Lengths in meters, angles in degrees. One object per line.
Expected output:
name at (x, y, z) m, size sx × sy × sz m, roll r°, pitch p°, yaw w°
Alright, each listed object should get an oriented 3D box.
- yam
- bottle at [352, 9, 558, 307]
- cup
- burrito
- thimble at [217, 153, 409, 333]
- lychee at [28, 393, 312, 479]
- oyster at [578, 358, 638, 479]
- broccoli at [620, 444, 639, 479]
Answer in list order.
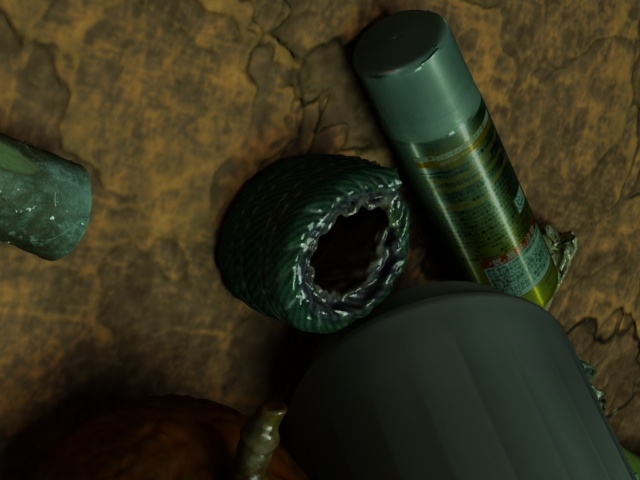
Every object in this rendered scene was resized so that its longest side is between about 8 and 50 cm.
yam at (-0.217, -0.041, 1.016) m, size 0.169 × 0.068 × 0.068 m, roll 25°, pitch 88°, yaw -47°
bottle at (0.112, -0.055, 1.309) m, size 0.082 × 0.082 × 0.286 m, roll -47°, pitch 132°, yaw -20°
cup at (0.134, 0.235, 1.240) m, size 0.237 × 0.327 × 0.323 m, roll -25°, pitch 138°, yaw 3°
burrito at (0.181, 0.054, 1.447) m, size 0.055 × 0.041 × 0.149 m, roll 23°, pitch 93°, yaw -32°
thimble at (-0.001, 0.002, 1.219) m, size 0.135 × 0.090 × 0.118 m, roll -33°, pitch 123°, yaw -30°
lychee at (-0.090, 0.227, 1.113) m, size 0.300 × 0.255 × 0.255 m, roll -42°, pitch 142°, yaw 24°
oyster at (0.211, 0.240, 1.489) m, size 0.198 × 0.112 × 0.267 m, roll -34°, pitch 119°, yaw -27°
broccoli at (0.387, 0.327, 1.673) m, size 0.302 × 0.186 × 0.254 m, roll 3°, pitch 82°, yaw -16°
